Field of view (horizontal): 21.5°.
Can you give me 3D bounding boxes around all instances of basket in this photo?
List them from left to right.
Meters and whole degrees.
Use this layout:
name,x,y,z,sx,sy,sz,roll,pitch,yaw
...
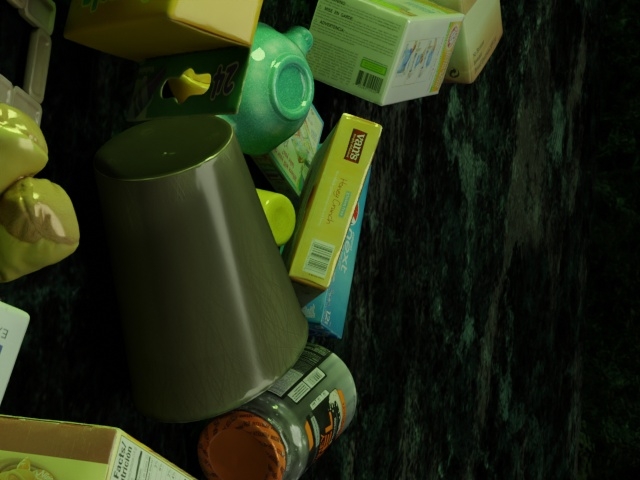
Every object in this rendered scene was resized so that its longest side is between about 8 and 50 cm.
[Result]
name,x,y,z,sx,sy,sz,roll,pitch,yaw
basket,-0.115,0.015,1.520,0.204,0.154,0.227,-48,133,-46

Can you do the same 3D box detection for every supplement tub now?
name,x,y,z,sx,sy,sz,roll,pitch,yaw
supplement tub,-0.046,0.189,1.753,0.190,0.117,0.117,-39,129,-60

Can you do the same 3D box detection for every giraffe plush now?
name,x,y,z,sx,sy,sz,roll,pitch,yaw
giraffe plush,-0.291,-0.002,1.114,0.170,0.181,0.210,-20,147,-55

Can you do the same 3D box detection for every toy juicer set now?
name,x,y,z,sx,sy,sz,roll,pitch,yaw
toy juicer set,-0.080,-0.168,1.669,0.209,0.089,0.329,32,68,-47

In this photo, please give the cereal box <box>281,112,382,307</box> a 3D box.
name,x,y,z,sx,sy,sz,roll,pitch,yaw
cereal box,0.001,-0.025,1.731,0.240,0.047,0.173,137,-28,-80

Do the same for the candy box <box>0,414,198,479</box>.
name,x,y,z,sx,sy,sz,roll,pitch,yaw
candy box,-0.181,0.220,1.342,0.316,0.183,0.087,48,50,-61

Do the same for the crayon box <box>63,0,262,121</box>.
name,x,y,z,sx,sy,sz,roll,pitch,yaw
crayon box,-0.110,-0.264,1.370,0.083,0.203,0.323,16,83,-31

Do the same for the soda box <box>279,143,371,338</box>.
name,x,y,z,sx,sy,sz,roll,pitch,yaw
soda box,0.000,0.000,1.895,0.071,0.067,0.210,42,56,-63

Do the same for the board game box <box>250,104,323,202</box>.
name,x,y,z,sx,sy,sz,roll,pitch,yaw
board game box,-0.043,-0.122,1.823,0.154,0.026,0.103,55,44,-57

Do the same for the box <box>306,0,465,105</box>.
name,x,y,z,sx,sy,sz,roll,pitch,yaw
box,0.072,-0.228,1.942,0.203,0.114,0.103,-20,131,-65

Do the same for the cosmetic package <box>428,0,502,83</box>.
name,x,y,z,sx,sy,sz,roll,pitch,yaw
cosmetic package,0.134,-0.357,2.076,0.153,0.129,0.296,-57,144,-48

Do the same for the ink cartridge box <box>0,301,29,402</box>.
name,x,y,z,sx,sy,sz,roll,pitch,yaw
ink cartridge box,-0.342,0.142,0.931,0.324,0.071,0.330,29,73,-48

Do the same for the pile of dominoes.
name,x,y,z,sx,sy,sz,roll,pitch,yaw
pile of dominoes,-0.266,-0.205,1.282,0.251,0.040,0.196,47,48,-71
